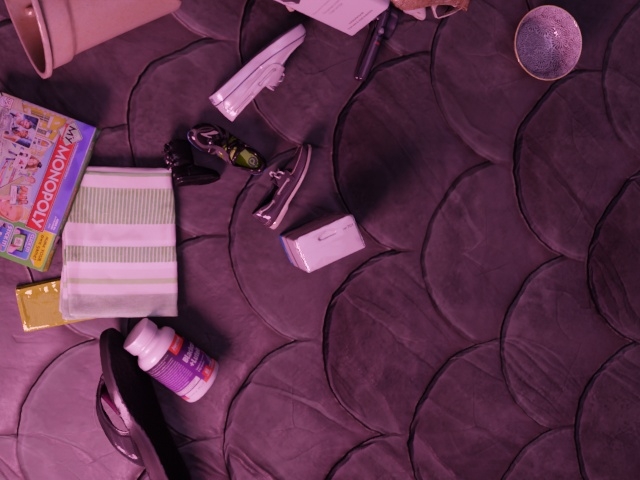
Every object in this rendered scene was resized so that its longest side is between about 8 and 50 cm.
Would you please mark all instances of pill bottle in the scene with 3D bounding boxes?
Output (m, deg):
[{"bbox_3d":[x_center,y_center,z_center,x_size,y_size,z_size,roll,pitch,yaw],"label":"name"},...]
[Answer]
[{"bbox_3d":[-0.323,0.254,1.846,0.193,0.108,0.108,40,85,-21],"label":"pill bottle"}]

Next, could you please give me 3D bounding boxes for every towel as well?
[{"bbox_3d":[-0.431,0.004,1.831,0.248,0.038,0.325,-1,89,-14],"label":"towel"},{"bbox_3d":[-0.526,0.126,1.844,0.237,0.021,0.102,-11,96,-12],"label":"towel"}]

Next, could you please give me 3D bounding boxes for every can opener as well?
[{"bbox_3d":[0.121,-0.444,1.923,0.073,0.059,0.186,22,89,-14],"label":"can opener"}]

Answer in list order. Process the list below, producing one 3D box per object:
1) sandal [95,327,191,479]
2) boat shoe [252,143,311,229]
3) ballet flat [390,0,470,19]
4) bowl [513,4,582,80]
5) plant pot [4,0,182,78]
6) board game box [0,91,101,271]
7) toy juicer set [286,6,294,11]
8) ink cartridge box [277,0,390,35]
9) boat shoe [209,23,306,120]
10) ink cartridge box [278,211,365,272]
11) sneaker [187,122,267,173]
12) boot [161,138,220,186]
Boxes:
[{"bbox_3d":[-0.400,0.406,1.833,0.107,0.167,0.445,-19,99,7],"label":"sandal"},{"bbox_3d":[-0.085,-0.128,1.896,0.065,0.075,0.206,25,94,-17],"label":"boat shoe"},{"bbox_3d":[0.249,-0.535,1.942,0.206,0.073,0.067,-9,111,-9],"label":"ballet flat"},{"bbox_3d":[0.515,-0.456,2.002,0.170,0.080,0.170,-1,95,-13],"label":"bowl"},{"bbox_3d":[-0.448,-0.520,1.675,0.305,0.334,0.334,-22,100,-21],"label":"plant pot"},{"bbox_3d":[-0.610,-0.120,1.766,0.213,0.046,0.317,20,90,1],"label":"board game box"},{"bbox_3d":[-0.168,-0.648,1.836,0.329,0.089,0.209,30,69,-18],"label":"toy juicer set"},{"bbox_3d":[-0.039,-0.643,1.753,0.395,0.166,0.285,20,72,-22],"label":"ink cartridge box"},{"bbox_3d":[-0.122,-0.364,1.866,0.258,0.095,0.084,-40,106,4],"label":"boat shoe"},{"bbox_3d":[0.000,0.000,1.866,0.140,0.191,0.082,-24,100,-10],"label":"ink cartridge box"},{"bbox_3d":[-0.197,-0.202,1.861,0.188,0.078,0.067,27,88,-13],"label":"sneaker"},{"bbox_3d":[-0.281,-0.170,1.859,0.121,0.045,0.099,-9,74,-39],"label":"boot"}]
